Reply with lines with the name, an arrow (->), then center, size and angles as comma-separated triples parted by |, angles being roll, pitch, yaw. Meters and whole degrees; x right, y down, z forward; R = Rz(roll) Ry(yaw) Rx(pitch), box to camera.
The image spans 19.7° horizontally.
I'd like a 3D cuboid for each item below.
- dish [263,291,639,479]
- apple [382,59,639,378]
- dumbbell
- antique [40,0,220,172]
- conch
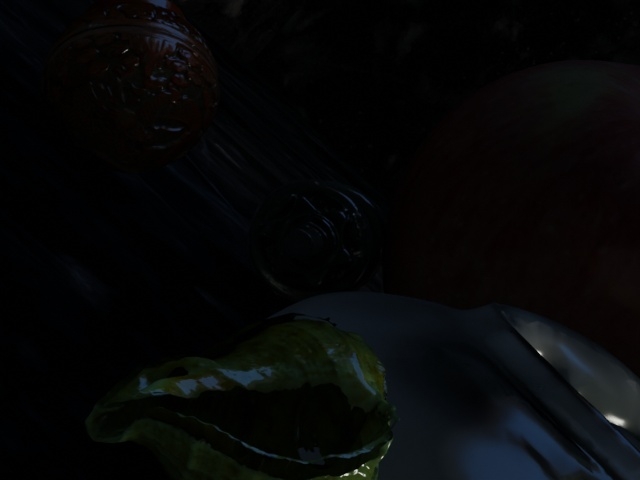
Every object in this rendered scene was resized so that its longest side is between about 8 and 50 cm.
dish -> 0.107, 0.118, 0.790 | 0.324, 0.124, 0.324 | 42, 5, -5
apple -> 0.204, 0.042, 1.194 | 0.345, 0.269, 0.345 | 18, 24, -8
dumbbell -> 0.000, 0.000, 1.211 | 0.081, 0.081, 0.254 | 43, 5, 3
antique -> -0.106, -0.085, 1.027 | 0.104, 0.104, 0.104 | 42, 5, -5
conch -> -0.017, 0.059, 0.603 | 0.089, 0.074, 0.121 | -1, -6, 45
